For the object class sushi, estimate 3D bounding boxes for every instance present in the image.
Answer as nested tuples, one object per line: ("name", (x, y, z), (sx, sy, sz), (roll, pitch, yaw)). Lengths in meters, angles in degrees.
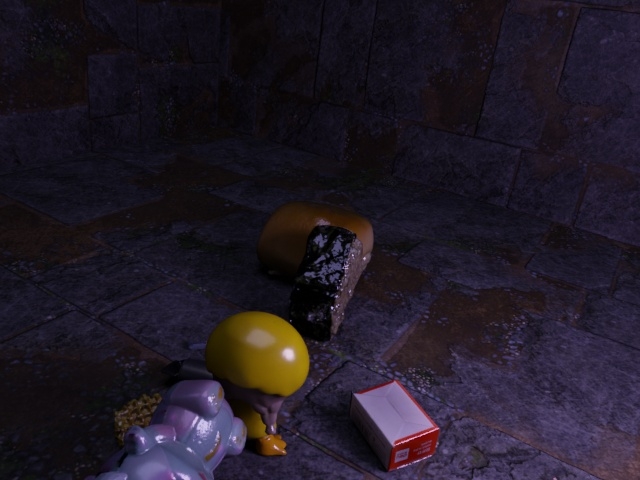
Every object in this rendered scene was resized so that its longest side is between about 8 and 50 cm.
("sushi", (0.024, 0.117, 1.667), (0.171, 0.211, 0.350), (10, 60, 19))

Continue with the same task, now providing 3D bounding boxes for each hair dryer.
("hair dryer", (-0.268, 0.319, 1.453), (0.196, 0.078, 0.248), (14, 16, 15))

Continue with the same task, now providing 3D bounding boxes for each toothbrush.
("toothbrush", (-0.214, 0.284, 1.576), (0.321, 0.023, 0.031), (-2, 29, -17))

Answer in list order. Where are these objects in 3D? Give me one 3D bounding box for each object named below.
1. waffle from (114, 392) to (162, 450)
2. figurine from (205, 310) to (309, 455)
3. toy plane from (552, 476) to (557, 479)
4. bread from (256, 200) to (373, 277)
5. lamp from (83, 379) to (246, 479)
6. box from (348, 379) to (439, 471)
("waffle", (-0.373, 0.411, 1.239), (0.191, 0.038, 0.191), (5, 25, -3))
("figurine", (-0.134, 0.307, 1.167), (0.215, 0.343, 0.187), (7, 30, 5))
("toy plane", (0.454, 0.549, 1.125), (0.194, 0.077, 0.126), (-3, 22, -2))
("bread", (0.000, 0.000, 1.981), (0.376, 0.253, 0.348), (21, 25, 25))
("lamp", (-0.292, 0.409, 0.993), (0.247, 0.247, 0.301), (-5, 33, 22))
("box", (0.166, 0.426, 1.283), (0.133, 0.099, 0.182), (-10, 31, -27))
